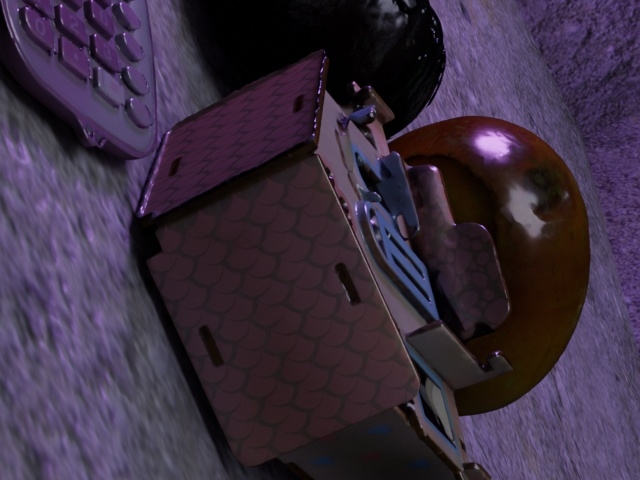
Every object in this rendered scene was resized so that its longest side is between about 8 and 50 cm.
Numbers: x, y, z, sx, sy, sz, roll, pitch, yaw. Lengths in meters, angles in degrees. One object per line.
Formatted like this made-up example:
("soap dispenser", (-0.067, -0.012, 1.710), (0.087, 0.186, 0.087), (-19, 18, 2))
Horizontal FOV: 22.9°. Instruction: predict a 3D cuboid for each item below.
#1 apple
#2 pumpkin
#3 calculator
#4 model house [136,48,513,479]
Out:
("apple", (0.105, 0.023, 1.239), (0.237, 0.237, 0.207), (66, 22, -4))
("pumpkin", (0.004, -0.185, 1.315), (0.233, 0.163, 0.233), (57, 8, -12))
("calculator", (-0.166, -0.181, 0.990), (0.194, 0.043, 0.294), (42, 32, -58))
("model house", (0.000, 0.000, 1.040), (0.244, 0.169, 0.326), (41, 30, -53))
